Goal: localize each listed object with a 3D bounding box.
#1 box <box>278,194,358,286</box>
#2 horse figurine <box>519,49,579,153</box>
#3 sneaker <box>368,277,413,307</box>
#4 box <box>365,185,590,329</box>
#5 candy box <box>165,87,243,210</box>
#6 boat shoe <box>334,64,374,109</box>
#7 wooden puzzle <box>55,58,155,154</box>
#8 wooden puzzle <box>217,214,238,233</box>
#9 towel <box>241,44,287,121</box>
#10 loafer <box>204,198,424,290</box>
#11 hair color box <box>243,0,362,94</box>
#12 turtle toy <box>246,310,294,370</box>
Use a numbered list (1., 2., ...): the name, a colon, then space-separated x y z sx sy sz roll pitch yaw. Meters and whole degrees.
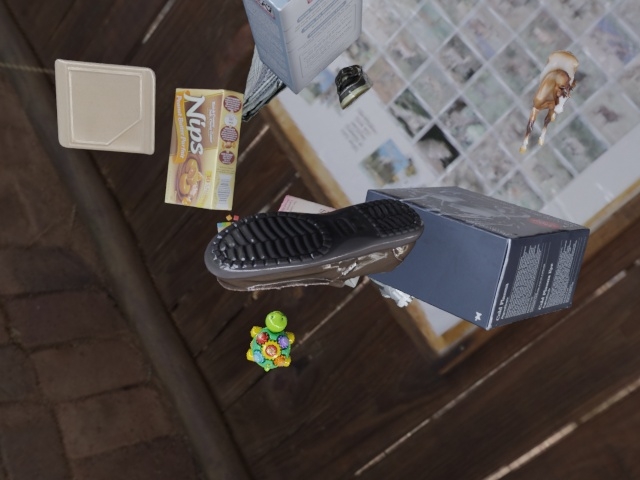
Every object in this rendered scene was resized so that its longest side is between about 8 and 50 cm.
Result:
1. box: 0.000 0.000 1.985 0.232 0.149 0.127 17 -19 25
2. horse figurine: 0.427 -0.274 1.438 0.066 0.174 0.263 22 45 13
3. sneaker: 0.174 0.095 2.120 0.132 0.086 0.228 41 -2 -15
4. box: 0.302 0.018 1.587 0.343 0.179 0.312 23 20 40
5. candy box: -0.316 -0.247 2.130 0.183 0.316 0.087 9 4 35
6. boat shoe: 0.064 -0.341 1.714 0.073 0.080 0.223 52 19 -8
7. wooden puzzle: -0.517 -0.322 1.906 0.238 0.221 0.044 6 30 -3
8. wooden puzzle: -0.199 -0.016 1.725 0.049 0.006 0.083 -5 74 -13
9. towel: -0.140 -0.533 2.274 0.056 0.312 0.324 21 64 -27
10. loafer: -0.004 0.033 1.267 0.366 0.130 0.134 -8 41 -19
11. hair color box: -0.027 -0.418 1.400 0.113 0.185 0.374 45 -5 8
12. turtle toy: -0.102 0.212 1.658 0.095 0.130 0.066 10 2 -5
